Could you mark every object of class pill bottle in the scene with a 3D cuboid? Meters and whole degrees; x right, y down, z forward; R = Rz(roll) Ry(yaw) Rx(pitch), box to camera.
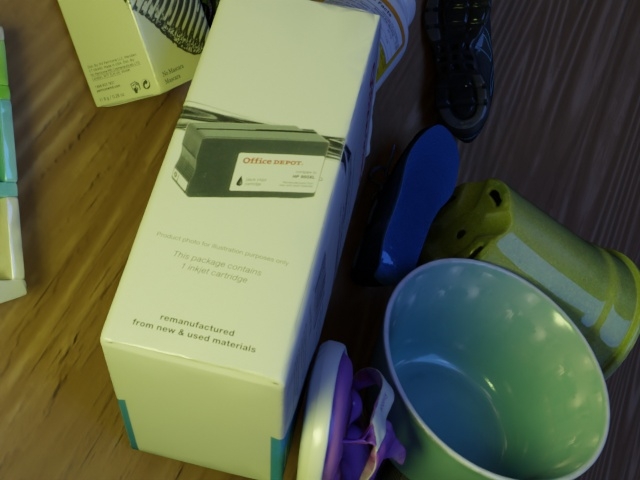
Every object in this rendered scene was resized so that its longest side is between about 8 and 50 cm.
[{"bbox_3d":[0.025,-0.236,1.484,0.136,0.136,0.246,62,40,-26],"label":"pill bottle"}]

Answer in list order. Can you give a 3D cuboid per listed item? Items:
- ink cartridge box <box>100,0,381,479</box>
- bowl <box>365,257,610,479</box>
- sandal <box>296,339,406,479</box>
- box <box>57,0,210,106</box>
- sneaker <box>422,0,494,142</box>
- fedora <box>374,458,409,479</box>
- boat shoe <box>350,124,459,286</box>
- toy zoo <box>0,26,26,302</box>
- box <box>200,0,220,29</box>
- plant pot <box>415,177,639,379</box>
[{"bbox_3d":[-0.065,-0.003,1.194,0.285,0.166,0.395,95,9,-61],"label":"ink cartridge box"},{"bbox_3d":[0.180,0.193,1.498,0.311,0.163,0.311,16,48,-18],"label":"bowl"},{"bbox_3d":[0.043,0.206,1.312,0.416,0.102,0.169,71,24,-75],"label":"sandal"},{"bbox_3d":[-0.204,-0.281,1.213,0.113,0.094,0.275,-39,116,-50],"label":"box"},{"bbox_3d":[0.205,-0.270,1.798,0.106,0.101,0.267,47,44,-69],"label":"sneaker"},{"bbox_3d":[0.159,0.378,1.574,0.244,0.124,0.275,48,48,-38],"label":"fedora"},{"bbox_3d":[0.099,-0.052,1.604,0.109,0.089,0.258,48,52,-21],"label":"boat shoe"},{"bbox_3d":[-0.341,-0.047,1.040,0.192,0.030,0.293,-1,84,-54],"label":"toy zoo"},{"bbox_3d":[-0.124,-0.245,1.325,0.052,0.083,0.062,13,74,-51],"label":"box"},{"bbox_3d":[0.263,0.057,1.686,0.254,0.276,0.276,40,53,-29],"label":"plant pot"}]
